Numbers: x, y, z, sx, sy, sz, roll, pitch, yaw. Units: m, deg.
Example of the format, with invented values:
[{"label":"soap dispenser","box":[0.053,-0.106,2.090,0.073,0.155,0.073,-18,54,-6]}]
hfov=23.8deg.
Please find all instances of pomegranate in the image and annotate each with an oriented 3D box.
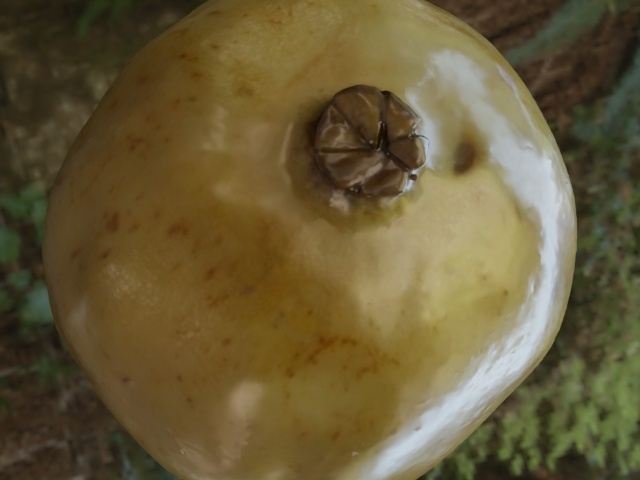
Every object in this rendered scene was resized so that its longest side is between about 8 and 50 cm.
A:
[{"label":"pomegranate","box":[0.000,0.000,0.514,0.196,0.196,0.196,163,-90,-85]}]
